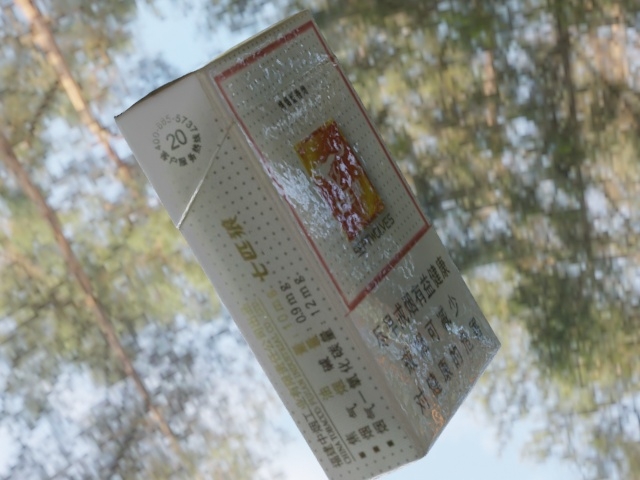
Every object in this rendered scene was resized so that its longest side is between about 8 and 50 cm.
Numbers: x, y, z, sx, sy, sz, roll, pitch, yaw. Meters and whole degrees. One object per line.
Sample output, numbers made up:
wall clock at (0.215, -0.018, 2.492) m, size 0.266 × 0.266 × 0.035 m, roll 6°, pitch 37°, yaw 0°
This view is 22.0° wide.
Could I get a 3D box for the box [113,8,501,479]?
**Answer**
box at (0.001, 0.000, 1.284) m, size 0.095 × 0.330 × 0.210 m, roll -25°, pitch -171°, yaw 28°
